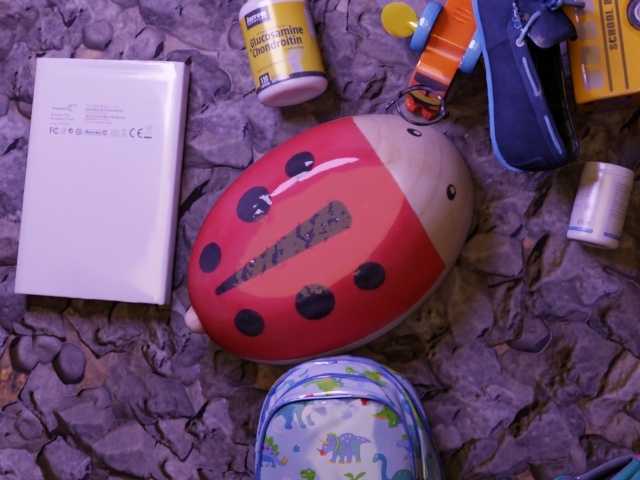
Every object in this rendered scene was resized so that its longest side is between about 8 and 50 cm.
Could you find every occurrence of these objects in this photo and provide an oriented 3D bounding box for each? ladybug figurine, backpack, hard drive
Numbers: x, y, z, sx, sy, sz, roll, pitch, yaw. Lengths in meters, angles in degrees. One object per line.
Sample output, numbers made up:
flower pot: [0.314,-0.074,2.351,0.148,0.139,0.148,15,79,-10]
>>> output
ladybug figurine: [0.000,0.000,1.429,0.449,0.162,0.305,-36,80,6]
backpack: [0.036,0.326,1.370,0.290,0.273,0.356,-1,74,16]
hard drive: [-0.322,-0.089,1.556,0.232,0.047,0.353,4,85,11]

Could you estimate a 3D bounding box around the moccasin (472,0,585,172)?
moccasin: [0.282,-0.260,1.350,0.116,0.137,0.342,3,112,43]

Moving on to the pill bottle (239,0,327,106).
pill bottle: [-0.058,-0.290,1.494,0.103,0.103,0.184,-15,83,9]

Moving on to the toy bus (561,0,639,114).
toy bus: [0.386,-0.347,1.413,0.130,0.108,0.333,-8,84,15]

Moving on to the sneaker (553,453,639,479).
sneaker: [0.353,0.389,1.349,0.178,0.124,0.295,41,86,7]

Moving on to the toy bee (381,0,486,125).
toy bee: [0.156,-0.251,1.441,0.298,0.162,0.195,-40,76,-22]

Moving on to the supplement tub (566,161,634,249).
supplement tub: [0.376,-0.046,1.409,0.071,0.071,0.107,15,88,11]
